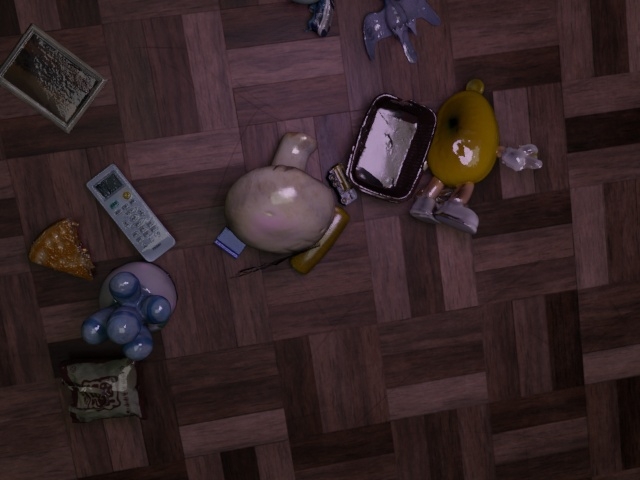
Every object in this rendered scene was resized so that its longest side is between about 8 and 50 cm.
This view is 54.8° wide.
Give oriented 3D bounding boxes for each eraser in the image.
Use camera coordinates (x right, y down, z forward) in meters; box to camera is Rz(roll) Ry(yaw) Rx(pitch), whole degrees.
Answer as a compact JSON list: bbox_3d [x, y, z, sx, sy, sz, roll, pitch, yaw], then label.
[{"bbox_3d":[-0.269,0.006,1.857,0.085,0.027,0.063,36,94,-11],"label":"eraser"}]

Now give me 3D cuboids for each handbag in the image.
[{"bbox_3d":[-0.637,0.442,1.832,0.235,0.127,0.212,-6,101,-3],"label":"handbag"}]

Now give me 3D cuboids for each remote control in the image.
[{"bbox_3d":[-0.549,-0.078,1.803,0.103,0.051,0.293,-37,97,0],"label":"remote control"}]

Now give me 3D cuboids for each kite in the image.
[{"bbox_3d":[-0.135,0.065,1.798,0.286,0.152,0.015,-18,92,19],"label":"kite"}]

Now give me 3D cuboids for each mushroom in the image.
[{"bbox_3d":[-0.089,-0.108,1.730,0.356,0.315,0.315,-43,100,2],"label":"mushroom"}]

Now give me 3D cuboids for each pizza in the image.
[{"bbox_3d":[-0.730,0.041,1.798,0.188,0.062,0.199,-36,107,13],"label":"pizza"}]

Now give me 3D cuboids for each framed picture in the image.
[{"bbox_3d":[-0.761,-0.455,1.741,0.252,0.014,0.197,37,93,-10],"label":"framed picture"}]

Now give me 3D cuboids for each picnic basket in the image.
[{"bbox_3d":[0.199,-0.268,1.816,0.223,0.129,0.296,18,95,-7],"label":"picnic basket"}]

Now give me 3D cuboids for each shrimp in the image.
[{"bbox_3d":[0.380,-0.136,1.897,0.190,0.042,0.101,-17,89,-3],"label":"shrimp"}]

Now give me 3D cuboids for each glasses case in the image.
[{"bbox_3d":[0.000,0.000,1.868,0.079,0.064,0.234,38,94,-2],"label":"glasses case"}]

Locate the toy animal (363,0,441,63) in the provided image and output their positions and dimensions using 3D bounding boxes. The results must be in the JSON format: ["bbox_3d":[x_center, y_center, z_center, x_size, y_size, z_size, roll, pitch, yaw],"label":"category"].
[{"bbox_3d":[0.226,-0.642,1.793,0.239,0.176,0.255,-24,134,1],"label":"toy animal"}]

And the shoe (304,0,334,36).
[{"bbox_3d":[0.000,-0.660,1.775,0.071,0.064,0.142,13,92,10],"label":"shoe"}]

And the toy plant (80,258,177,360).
[{"bbox_3d":[-0.525,0.196,1.706,0.247,0.332,0.247,-1,99,-8],"label":"toy plant"}]

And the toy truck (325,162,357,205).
[{"bbox_3d":[0.064,-0.168,1.856,0.063,0.052,0.123,-30,99,-7],"label":"toy truck"}]

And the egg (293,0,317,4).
[{"bbox_3d":[-0.068,-0.760,1.693,0.168,0.168,0.230,-36,103,0],"label":"egg"}]

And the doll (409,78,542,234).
[{"bbox_3d":[0.415,-0.222,1.784,0.423,0.161,0.348,-47,62,9],"label":"doll"}]
